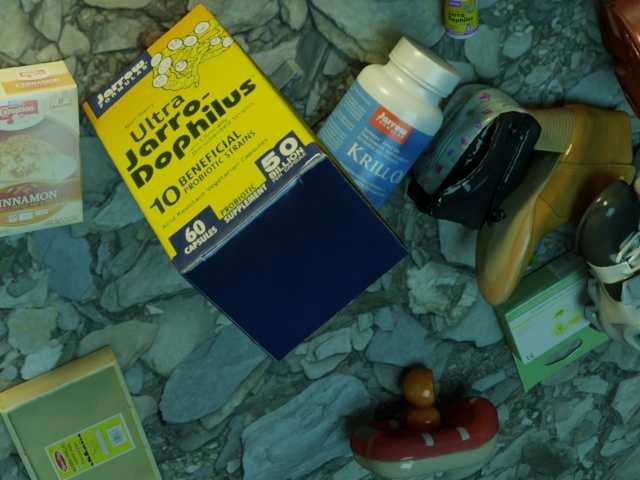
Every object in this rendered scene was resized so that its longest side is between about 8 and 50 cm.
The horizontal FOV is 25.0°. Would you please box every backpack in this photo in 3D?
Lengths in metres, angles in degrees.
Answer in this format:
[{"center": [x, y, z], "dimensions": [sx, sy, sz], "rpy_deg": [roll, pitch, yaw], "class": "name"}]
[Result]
[{"center": [0.204, -0.115, 1.922], "dimensions": [0.152, 0.115, 0.182], "rpy_deg": [9, 118, -46], "class": "backpack"}]

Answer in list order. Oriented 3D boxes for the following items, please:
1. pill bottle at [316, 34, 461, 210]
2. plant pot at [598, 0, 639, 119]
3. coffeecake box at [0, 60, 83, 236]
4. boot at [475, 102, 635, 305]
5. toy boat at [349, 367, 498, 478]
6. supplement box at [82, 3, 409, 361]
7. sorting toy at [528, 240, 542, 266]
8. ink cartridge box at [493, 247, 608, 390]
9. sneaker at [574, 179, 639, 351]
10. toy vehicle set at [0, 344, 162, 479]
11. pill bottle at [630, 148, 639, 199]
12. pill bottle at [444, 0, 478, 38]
[{"center": [0.076, -0.144, 1.823], "dimensions": [0.124, 0.124, 0.221], "rpy_deg": [22, 111, -38], "class": "pill bottle"}, {"center": [0.528, -0.275, 1.900], "dimensions": [0.265, 0.272, 0.272], "rpy_deg": [-25, 132, 1], "class": "plant pot"}, {"center": [-0.352, -0.102, 1.657], "dimensions": [0.142, 0.068, 0.185], "rpy_deg": [-11, 127, -20], "class": "coffeecake box"}, {"center": [0.341, -0.046, 2.030], "dimensions": [0.211, 0.104, 0.295], "rpy_deg": [3, 107, -35], "class": "boot"}, {"center": [0.158, 0.267, 2.185], "dimensions": [0.231, 0.151, 0.151], "rpy_deg": [-6, 97, -25], "class": "toy boat"}, {"center": [-0.093, -0.073, 1.624], "dimensions": [0.194, 0.356, 0.195], "rpy_deg": [-40, 133, 3], "class": "supplement box"}, {"center": [0.295, -0.004, 2.104], "dimensions": [0.042, 0.061, 0.102], "rpy_deg": [-65, 147, -24], "class": "sorting toy"}, {"center": [0.372, 0.135, 2.242], "dimensions": [0.171, 0.056, 0.235], "rpy_deg": [-31, 131, -6], "class": "ink cartridge box"}, {"center": [0.456, 0.047, 2.063], "dimensions": [0.122, 0.146, 0.330], "rpy_deg": [-41, 142, -15], "class": "sneaker"}, {"center": [-0.325, 0.278, 1.976], "dimensions": [0.166, 0.035, 0.267], "rpy_deg": [-23, 131, -12], "class": "toy vehicle set"}, {"center": [0.549, -0.008, 2.159], "dimensions": [0.160, 0.160, 0.283], "rpy_deg": [-24, 131, -11], "class": "pill bottle"}, {"center": [0.177, -0.299, 1.817], "dimensions": [0.043, 0.043, 0.083], "rpy_deg": [-19, 130, -15], "class": "pill bottle"}]
